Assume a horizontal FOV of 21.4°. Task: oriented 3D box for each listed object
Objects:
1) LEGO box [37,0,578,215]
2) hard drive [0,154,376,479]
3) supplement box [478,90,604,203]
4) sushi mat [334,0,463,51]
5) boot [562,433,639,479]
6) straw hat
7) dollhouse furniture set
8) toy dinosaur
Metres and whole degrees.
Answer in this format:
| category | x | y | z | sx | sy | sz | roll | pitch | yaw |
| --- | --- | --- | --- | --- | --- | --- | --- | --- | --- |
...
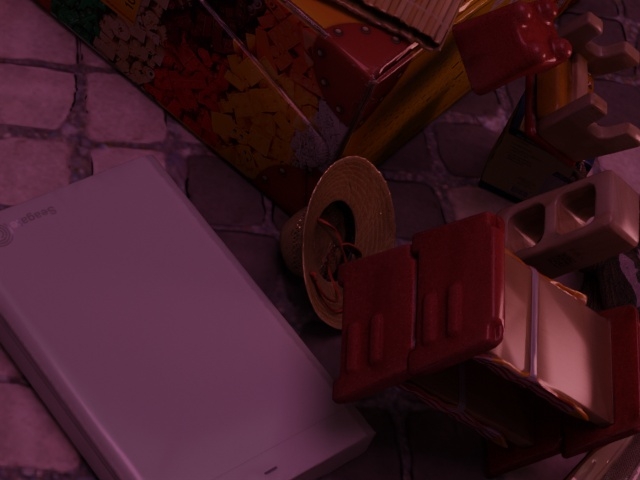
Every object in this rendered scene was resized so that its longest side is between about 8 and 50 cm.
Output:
| category | x | y | z | sx | sy | sz | roll | pitch | yaw |
| --- | --- | --- | --- | --- | --- | --- | --- | --- | --- |
| LEGO box | 0.023 | -0.303 | 1.585 | 0.372 | 0.193 | 0.500 | 40 | 49 | 12 |
| hard drive | -0.127 | 0.081 | 1.316 | 0.203 | 0.040 | 0.307 | -25 | 65 | -35 |
| supplement box | 0.202 | -0.077 | 1.545 | 0.083 | 0.083 | 0.056 | 26 | 47 | -1 |
| sushi mat | 0.079 | -0.290 | 1.453 | 0.151 | 0.019 | 0.316 | 27 | 48 | -1 |
| boot | 0.298 | 0.208 | 1.357 | 0.165 | 0.077 | 0.213 | 43 | 55 | 16 |
| straw hat | 0.000 | 0.000 | 1.411 | 0.061 | 0.144 | 0.144 | 3 | 36 | 36 |
| dollhouse furniture set | 0.140 | -0.024 | 1.344 | 0.201 | 0.152 | 0.374 | 32 | 50 | -38 |
| toy dinosaur | 0.262 | 0.032 | 1.459 | 0.160 | 0.121 | 0.313 | 25 | 42 | 17 |
